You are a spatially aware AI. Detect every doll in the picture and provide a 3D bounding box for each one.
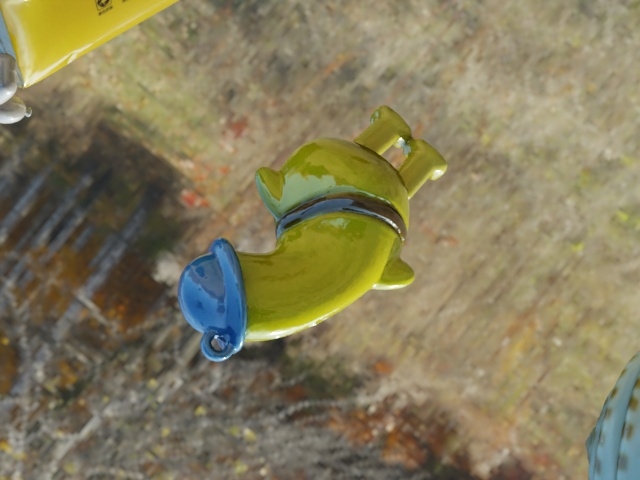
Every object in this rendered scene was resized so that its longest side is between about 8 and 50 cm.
[{"bbox_3d":[-0.416,-0.170,1.589,0.161,0.059,0.160,0,163,-22],"label":"doll"},{"bbox_3d":[0.000,0.000,1.401,0.199,0.363,0.145,41,150,5],"label":"doll"}]

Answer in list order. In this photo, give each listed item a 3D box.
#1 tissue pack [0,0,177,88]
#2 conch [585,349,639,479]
[{"bbox_3d":[-0.291,-0.411,1.635,0.228,0.382,0.293,37,151,37],"label":"tissue pack"},{"bbox_3d":[0.308,0.191,0.796,0.319,0.215,0.303,41,-169,35],"label":"conch"}]
